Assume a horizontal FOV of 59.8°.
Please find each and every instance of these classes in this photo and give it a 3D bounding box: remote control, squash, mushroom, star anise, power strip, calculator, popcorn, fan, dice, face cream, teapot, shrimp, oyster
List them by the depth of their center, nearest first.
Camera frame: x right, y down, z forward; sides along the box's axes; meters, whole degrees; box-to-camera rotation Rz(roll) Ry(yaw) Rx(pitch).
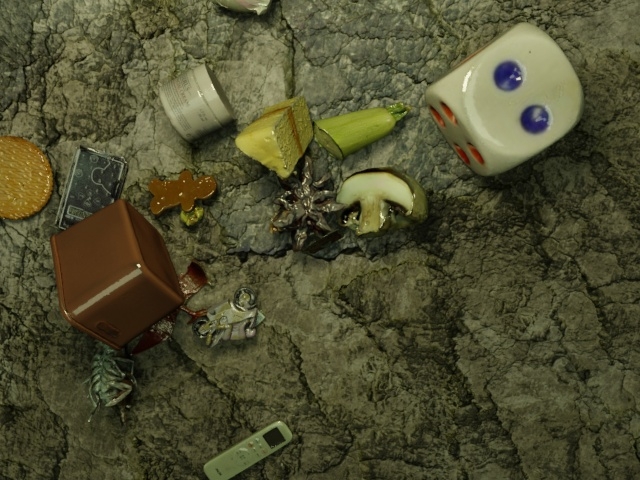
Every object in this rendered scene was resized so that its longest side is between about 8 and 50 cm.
[{"bbox_3d":[0.494,-0.378,1.522,0.304,0.277,0.304,-36,100,1],"label":"dice"},{"bbox_3d":[-0.197,-0.719,1.531,0.178,0.221,0.163,18,138,-13],"label":"teapot"},{"bbox_3d":[-0.343,-0.379,1.549,0.153,0.177,0.177,-26,99,3],"label":"face cream"},{"bbox_3d":[-0.043,-0.106,1.598,0.212,0.129,0.282,9,85,-24],"label":"star anise"},{"bbox_3d":[0.000,0.000,1.605,0.132,0.220,0.009,-32,75,7],"label":"fan"},{"bbox_3d":[0.130,-0.314,1.609,0.287,0.137,0.137,-15,99,-8],"label":"squash"},{"bbox_3d":[0.190,-0.110,1.616,0.267,0.164,0.189,-22,73,36],"label":"mushroom"},{"bbox_3d":[-0.681,-0.136,1.658,0.166,0.028,0.274,18,99,-4],"label":"calculator"},{"bbox_3d":[-0.387,-0.083,1.658,0.068,0.059,0.083,-7,83,12],"label":"popcorn"},{"bbox_3d":[-0.099,-0.074,1.663,0.148,0.051,0.103,-36,112,-27],"label":"oyster"},{"bbox_3d":[-0.643,0.379,1.687,0.221,0.166,0.410,-4,85,33],"label":"shrimp"},{"bbox_3d":[-0.214,0.252,1.736,0.090,0.016,0.040,-44,98,5],"label":"power strip"},{"bbox_3d":[-0.233,0.680,1.796,0.309,0.038,0.090,-31,99,3],"label":"remote control"}]

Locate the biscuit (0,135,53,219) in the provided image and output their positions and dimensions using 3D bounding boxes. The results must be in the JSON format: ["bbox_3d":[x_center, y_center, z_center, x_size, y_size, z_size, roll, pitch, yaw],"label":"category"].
[{"bbox_3d":[-0.912,-0.185,1.642,0.254,0.035,0.254,0,99,0],"label":"biscuit"}]

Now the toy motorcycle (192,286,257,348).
[{"bbox_3d":[-0.267,0.249,1.690,0.225,0.073,0.152,-37,105,3],"label":"toy motorcycle"}]

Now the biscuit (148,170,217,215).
[{"bbox_3d":[-0.402,-0.140,1.638,0.205,0.031,0.138,-14,66,2],"label":"biscuit"}]

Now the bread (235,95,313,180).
[{"bbox_3d":[-0.112,-0.302,1.529,0.178,0.266,0.142,20,127,1],"label":"bread"}]

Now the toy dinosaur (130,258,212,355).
[{"bbox_3d":[-0.458,0.202,1.676,0.327,0.113,0.206,-29,101,4],"label":"toy dinosaur"}]

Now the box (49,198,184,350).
[{"bbox_3d":[-0.551,0.085,1.529,0.229,0.339,0.239,-32,140,0],"label":"box"}]
